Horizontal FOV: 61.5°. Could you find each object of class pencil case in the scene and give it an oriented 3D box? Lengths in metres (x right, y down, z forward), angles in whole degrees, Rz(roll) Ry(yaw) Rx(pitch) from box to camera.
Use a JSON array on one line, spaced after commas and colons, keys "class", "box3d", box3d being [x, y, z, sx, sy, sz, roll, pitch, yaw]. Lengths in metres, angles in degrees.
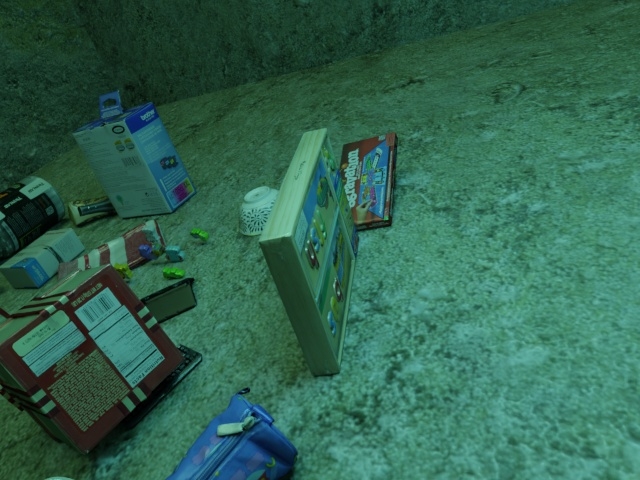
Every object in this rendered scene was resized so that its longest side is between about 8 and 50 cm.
[{"class": "pencil case", "box3d": [-0.160, 0.328, 0.664, 0.119, 0.133, 0.306, 31, 56, 27]}]

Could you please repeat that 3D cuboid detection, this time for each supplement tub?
[{"class": "supplement tub", "box3d": [-1.147, -0.075, 1.997, 0.207, 0.207, 0.338, -3, 34, 33]}]

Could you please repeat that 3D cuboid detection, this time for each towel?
[{"class": "towel", "box3d": [-0.613, 0.054, 1.566, 0.328, 0.037, 0.237, -28, 29, -11]}]

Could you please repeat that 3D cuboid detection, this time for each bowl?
[{"class": "bowl", "box3d": [-0.156, -0.093, 1.440, 0.170, 0.080, 0.170, -18, 28, 10]}]

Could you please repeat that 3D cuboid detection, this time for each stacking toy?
[{"class": "stacking toy", "box3d": [-0.421, 0.037, 1.430, 0.220, 0.052, 0.167, 3, 43, 20]}]

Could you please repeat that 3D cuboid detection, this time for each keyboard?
[{"class": "keyboard", "box3d": [-0.314, 0.263, 1.002, 0.108, 0.023, 0.180, 6, 39, 43]}]

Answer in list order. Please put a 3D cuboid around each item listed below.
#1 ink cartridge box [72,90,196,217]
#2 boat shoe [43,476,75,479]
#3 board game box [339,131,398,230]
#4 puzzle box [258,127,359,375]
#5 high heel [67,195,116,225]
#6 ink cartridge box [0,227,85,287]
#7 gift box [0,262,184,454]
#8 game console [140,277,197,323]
[{"class": "ink cartridge box", "box3d": [-0.624, -0.283, 1.775, 0.269, 0.396, 0.151, -4, 33, 31]}, {"class": "boat shoe", "box3d": [-0.365, 0.461, 0.647, 0.112, 0.096, 0.335, 13, 33, -9]}, {"class": "board game box", "box3d": [0.108, -0.141, 1.293, 0.144, 0.027, 0.282, -10, 50, 25]}, {"class": "puzzle box", "box3d": [0.000, 0.000, 0.967, 0.052, 0.272, 0.409, -9, 31, 15]}, {"class": "high heel", "box3d": [-0.831, -0.121, 2.010, 0.186, 0.093, 0.261, -19, 11, -36]}, {"class": "ink cartridge box", "box3d": [-0.877, 0.055, 1.702, 0.148, 0.086, 0.203, -3, 33, 33]}, {"class": "gift box", "box3d": [-0.435, 0.177, 0.948, 0.258, 0.277, 0.255, -13, 21, 50]}, {"class": "game console", "box3d": [-0.345, 0.142, 1.245, 0.122, 0.071, 0.107, -24, -2, -4]}]
